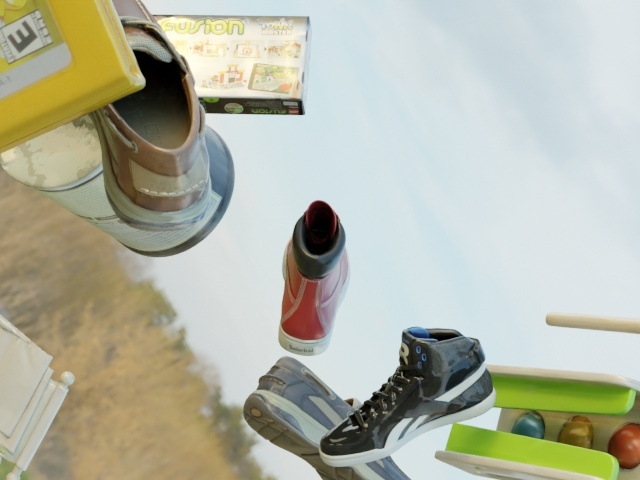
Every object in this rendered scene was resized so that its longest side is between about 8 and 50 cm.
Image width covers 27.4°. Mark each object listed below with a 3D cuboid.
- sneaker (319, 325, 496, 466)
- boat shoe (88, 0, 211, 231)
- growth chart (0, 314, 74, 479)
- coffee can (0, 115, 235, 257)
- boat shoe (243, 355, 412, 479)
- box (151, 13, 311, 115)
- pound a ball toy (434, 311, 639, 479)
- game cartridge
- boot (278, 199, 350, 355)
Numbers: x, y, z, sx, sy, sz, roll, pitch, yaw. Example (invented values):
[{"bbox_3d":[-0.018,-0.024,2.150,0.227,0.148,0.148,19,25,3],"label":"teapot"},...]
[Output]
[{"bbox_3d":[0.086,0.165,1.496,0.079,0.216,0.121,-134,-155,-66],"label":"sneaker"},{"bbox_3d":[-0.174,-0.160,1.249,0.116,0.123,0.324,104,-34,-50],"label":"boat shoe"},{"bbox_3d":[-0.399,0.160,1.551,0.237,0.172,0.021,40,8,21],"label":"growth chart"},{"bbox_3d":[-0.258,-0.113,1.682,0.202,0.201,0.275,57,8,27],"label":"coffee can"},{"bbox_3d":[0.044,0.300,2.005,0.355,0.130,0.132,42,-28,-28],"label":"boat shoe"},{"bbox_3d":[-0.116,-0.200,1.486,0.036,0.206,0.114,80,13,-64],"label":"box"},{"bbox_3d":[0.300,0.185,1.505,0.135,0.208,0.319,25,-16,-33],"label":"pound a ball toy"},{"bbox_3d":[-0.351,-0.201,1.153,0.052,0.323,0.285,-22,89,-80],"label":"game cartridge"},{"bbox_3d":[0.000,0.000,1.606,0.244,0.088,0.176,-83,-179,-57],"label":"boot"}]
